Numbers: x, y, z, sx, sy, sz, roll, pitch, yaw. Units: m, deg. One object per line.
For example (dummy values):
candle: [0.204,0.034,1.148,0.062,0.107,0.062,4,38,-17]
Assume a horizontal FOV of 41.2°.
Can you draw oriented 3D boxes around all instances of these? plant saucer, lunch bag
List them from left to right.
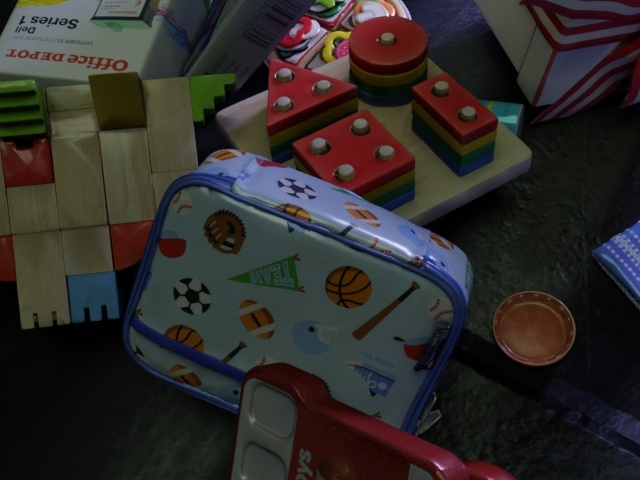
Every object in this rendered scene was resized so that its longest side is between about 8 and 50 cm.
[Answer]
lunch bag: [-0.019,0.072,0.782,0.303,0.243,0.115,25,24,3]
plant saucer: [0.220,0.092,0.881,0.083,0.013,0.084,-3,59,6]

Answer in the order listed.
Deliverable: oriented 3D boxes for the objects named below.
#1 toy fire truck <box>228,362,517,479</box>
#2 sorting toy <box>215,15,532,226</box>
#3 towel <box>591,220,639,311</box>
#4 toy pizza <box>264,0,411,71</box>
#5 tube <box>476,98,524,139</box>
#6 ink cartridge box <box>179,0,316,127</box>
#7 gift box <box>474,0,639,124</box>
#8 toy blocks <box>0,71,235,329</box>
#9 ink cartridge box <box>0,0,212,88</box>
toy fire truck: [0.016,0.275,0.690,0.253,0.169,0.302,19,106,39]
sorting toy: [0.050,-0.130,0.913,0.257,0.089,0.255,-27,53,-16]
towel: [0.492,0.013,0.880,0.336,0.040,0.243,-30,61,-10]
toy pizza: [0.018,-0.275,1.100,0.201,0.032,0.201,-4,57,6]
tube: [0.134,-0.147,1.013,0.207,0.052,0.080,9,46,18]
ink cartridge box: [-0.059,-0.323,1.001,0.072,0.303,0.307,28,60,-17]
gift box: [0.308,-0.300,0.963,0.276,0.255,0.258,-16,58,-9]
toy blocks: [-0.268,-0.024,0.899,0.381,0.191,0.261,-6,91,-7]
ink cartridge box: [-0.270,-0.276,1.091,0.201,0.117,0.278,7,62,11]
